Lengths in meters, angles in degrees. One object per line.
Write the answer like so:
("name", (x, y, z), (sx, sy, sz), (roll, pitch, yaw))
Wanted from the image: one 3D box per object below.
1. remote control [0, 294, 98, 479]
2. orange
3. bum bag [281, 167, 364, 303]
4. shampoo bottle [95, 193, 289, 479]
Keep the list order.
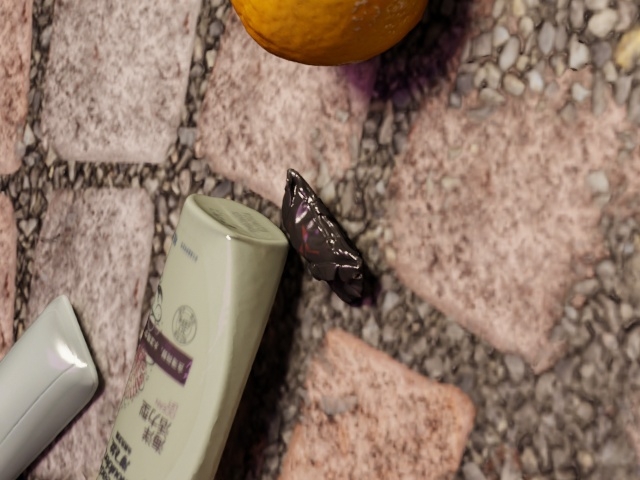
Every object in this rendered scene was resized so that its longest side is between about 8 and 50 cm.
("remote control", (-0.311, 0.173, 1.593), (0.293, 0.051, 0.103), (-47, 55, 34))
("orange", (0.007, -0.219, 1.219), (0.178, 0.155, 0.177), (-19, 65, 47))
("bum bag", (0.001, 0.000, 1.290), (0.124, 0.034, 0.058), (58, 150, 34))
("shampoo bottle", (-0.119, 0.149, 1.365), (0.134, 0.078, 0.359), (39, 114, 54))
